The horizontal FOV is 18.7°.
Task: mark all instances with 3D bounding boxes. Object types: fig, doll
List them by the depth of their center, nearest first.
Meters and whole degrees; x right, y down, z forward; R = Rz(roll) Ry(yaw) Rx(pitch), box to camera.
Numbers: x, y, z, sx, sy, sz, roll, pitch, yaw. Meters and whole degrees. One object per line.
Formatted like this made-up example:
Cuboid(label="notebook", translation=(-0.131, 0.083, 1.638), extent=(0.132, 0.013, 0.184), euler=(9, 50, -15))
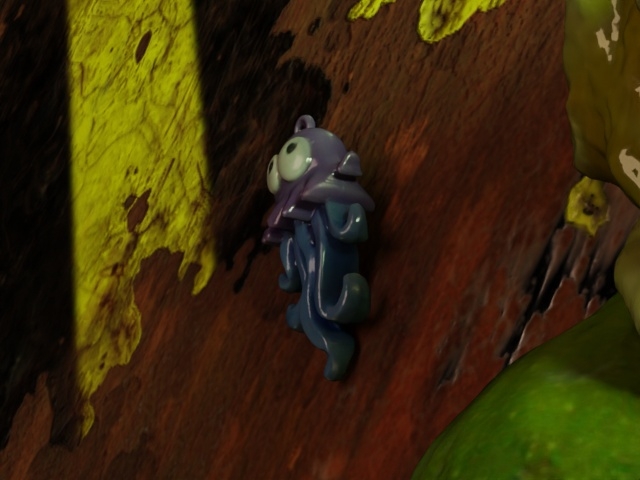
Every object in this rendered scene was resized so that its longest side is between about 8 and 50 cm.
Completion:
Cuboid(label="fig", translation=(0.142, 0.113, 0.952), extent=(0.206, 0.206, 0.275), euler=(-15, 52, 49))
Cuboid(label="doll", translation=(0.000, 0.000, 1.349), extent=(0.110, 0.067, 0.206), euler=(-41, 48, 44))

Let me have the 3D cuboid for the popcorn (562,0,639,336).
Cuboid(label="popcorn", translation=(0.262, -0.086, 0.914), extent=(0.334, 0.293, 0.292), euler=(-72, -15, -64))
